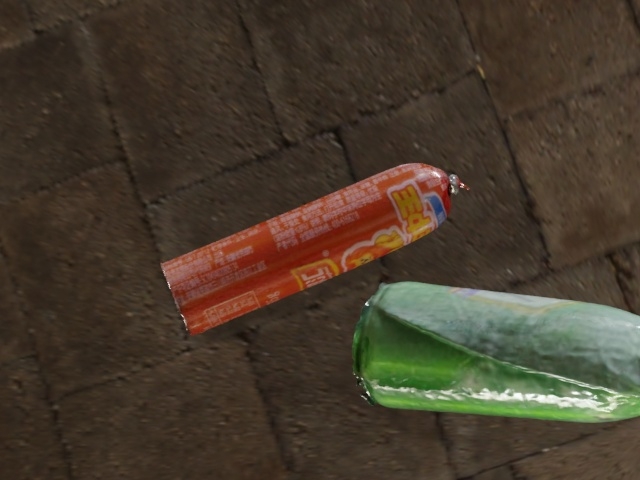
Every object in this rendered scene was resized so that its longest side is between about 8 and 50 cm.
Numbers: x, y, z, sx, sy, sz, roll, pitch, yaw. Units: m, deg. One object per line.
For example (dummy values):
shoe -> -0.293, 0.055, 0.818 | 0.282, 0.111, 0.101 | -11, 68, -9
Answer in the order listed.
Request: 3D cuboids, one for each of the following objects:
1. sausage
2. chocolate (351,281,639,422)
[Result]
sausage -> 0.000, 0.000, 0.605 | 0.129, 0.034, 0.034 | -22, 78, -2
chocolate -> 0.175, 0.089, 1.106 | 0.291, 0.110, 0.110 | 3, 83, 29
